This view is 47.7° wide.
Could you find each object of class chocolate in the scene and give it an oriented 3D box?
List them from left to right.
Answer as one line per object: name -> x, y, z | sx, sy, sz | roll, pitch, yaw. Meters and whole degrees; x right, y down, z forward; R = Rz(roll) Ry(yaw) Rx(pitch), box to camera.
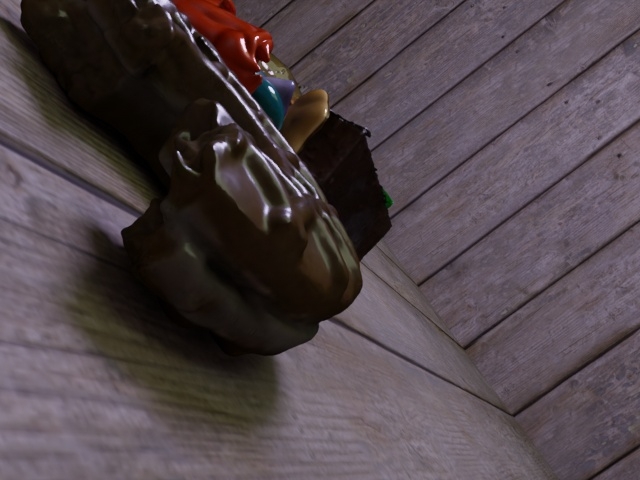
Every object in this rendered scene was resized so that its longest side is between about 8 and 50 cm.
chocolate -> 0.030, -0.080, 1.198 | 0.112, 0.112, 0.321 | 31, -16, 26

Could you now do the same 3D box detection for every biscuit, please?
biscuit -> -0.089, -0.060, 0.572 | 0.268, 0.115, 0.366 | 45, 11, -49

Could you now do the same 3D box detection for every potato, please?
potato -> -0.161, -0.481, 2.156 | 0.296, 0.141, 0.191 | 48, 5, -18

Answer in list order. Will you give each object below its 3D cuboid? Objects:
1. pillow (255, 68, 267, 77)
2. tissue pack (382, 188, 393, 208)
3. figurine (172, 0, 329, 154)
pillow -> -0.188, -0.405, 1.823 | 0.214, 0.086, 0.233 | 49, 4, 13
tissue pack -> 0.072, -0.125, 1.836 | 0.209, 0.148, 0.156 | 49, 8, -34
figurine -> -0.119, -0.227, 1.008 | 0.257, 0.181, 0.208 | 40, 41, -33
